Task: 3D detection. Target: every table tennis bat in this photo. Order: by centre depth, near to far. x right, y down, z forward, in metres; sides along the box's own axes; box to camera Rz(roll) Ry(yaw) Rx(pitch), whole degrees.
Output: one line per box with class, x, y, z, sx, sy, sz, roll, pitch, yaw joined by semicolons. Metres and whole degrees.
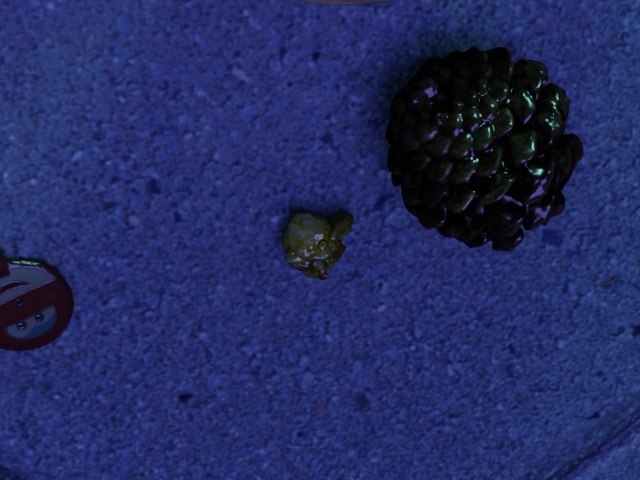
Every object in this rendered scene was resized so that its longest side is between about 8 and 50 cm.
table tennis bat;-0.296;0.042;1.236;0.098;0.019;0.155;-25;122;-3

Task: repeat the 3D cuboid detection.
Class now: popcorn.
popcorn;0.000;-0.001;1.273;0.083;0.059;0.068;-33;119;-8

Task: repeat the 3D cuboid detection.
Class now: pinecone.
pinecone;0.153;-0.077;1.208;0.184;0.179;0.204;-56;137;-22

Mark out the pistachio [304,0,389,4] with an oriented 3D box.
pistachio;0.038;-0.286;1.064;0.318;0.214;0.193;-1;158;-16
